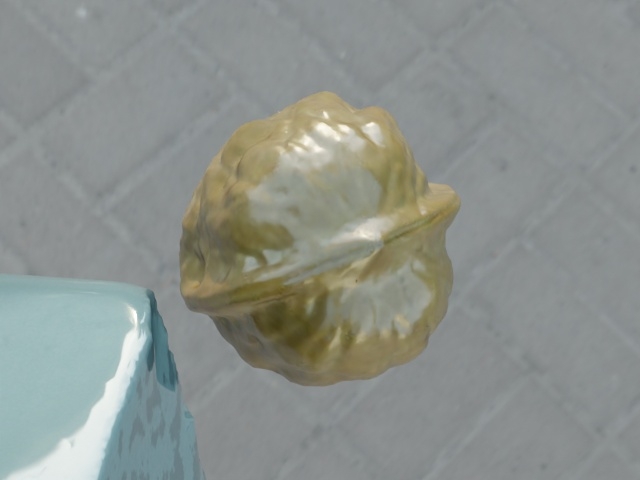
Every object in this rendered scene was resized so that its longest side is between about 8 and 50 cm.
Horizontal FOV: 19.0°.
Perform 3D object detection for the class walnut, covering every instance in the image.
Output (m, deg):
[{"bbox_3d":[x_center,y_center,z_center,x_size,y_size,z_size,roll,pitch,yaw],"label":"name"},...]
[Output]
[{"bbox_3d":[0.000,0.000,0.535,0.082,0.096,0.079,-22,98,-16],"label":"walnut"}]

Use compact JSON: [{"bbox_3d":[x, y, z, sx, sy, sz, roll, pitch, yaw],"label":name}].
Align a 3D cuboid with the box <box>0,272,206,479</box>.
[{"bbox_3d":[-0.101,0.113,0.415,0.130,0.162,0.227,1,42,12],"label":"box"}]
